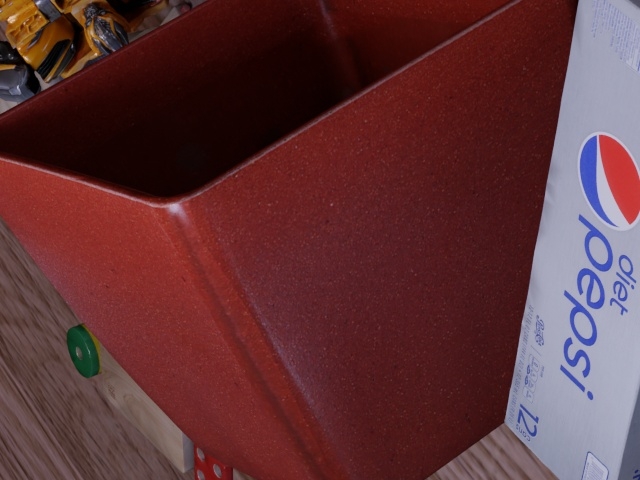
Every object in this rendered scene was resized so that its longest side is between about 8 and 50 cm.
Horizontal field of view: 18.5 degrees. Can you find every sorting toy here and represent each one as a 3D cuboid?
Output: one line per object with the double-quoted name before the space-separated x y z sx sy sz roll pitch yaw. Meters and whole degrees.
"sorting toy" -0.123 0.100 1.580 0.274 0.046 0.132 37 137 46

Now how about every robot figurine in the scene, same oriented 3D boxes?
"robot figurine" -0.199 -0.220 1.358 0.085 0.211 0.291 50 -176 -46

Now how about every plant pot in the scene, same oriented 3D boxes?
"plant pot" 0.000 0.000 1.112 0.267 0.267 0.235 16 132 56

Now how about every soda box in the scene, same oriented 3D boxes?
"soda box" 0.171 -0.001 0.960 0.091 0.098 0.286 46 143 40

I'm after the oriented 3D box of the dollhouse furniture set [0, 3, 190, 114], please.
"dollhouse furniture set" -0.133 -0.053 1.417 0.183 0.129 0.129 66 151 10
